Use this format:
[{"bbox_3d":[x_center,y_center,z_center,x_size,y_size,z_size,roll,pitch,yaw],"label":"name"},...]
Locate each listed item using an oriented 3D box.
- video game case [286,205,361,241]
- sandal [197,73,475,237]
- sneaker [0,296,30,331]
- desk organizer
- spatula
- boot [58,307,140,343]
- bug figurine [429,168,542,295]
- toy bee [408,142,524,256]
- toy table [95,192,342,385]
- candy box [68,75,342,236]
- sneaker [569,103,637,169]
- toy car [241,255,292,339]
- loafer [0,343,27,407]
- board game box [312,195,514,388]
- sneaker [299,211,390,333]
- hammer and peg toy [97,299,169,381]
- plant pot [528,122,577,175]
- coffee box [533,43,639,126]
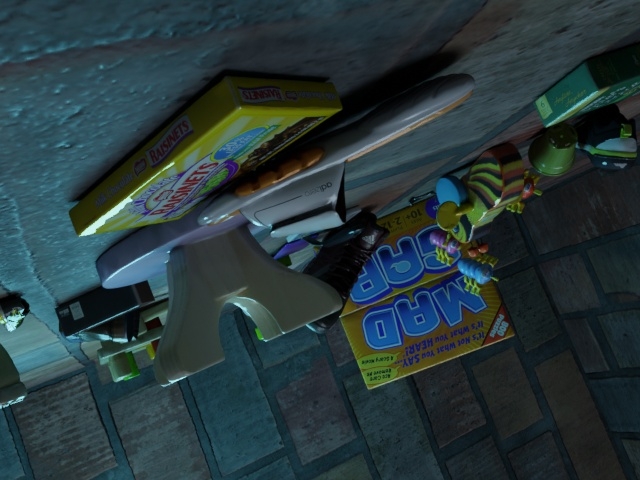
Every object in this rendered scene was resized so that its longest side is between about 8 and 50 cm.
[{"bbox_3d":[0.005,-0.029,1.094,0.121,0.011,0.087,-20,174,-21],"label":"video game case"},{"bbox_3d":[0.015,-0.051,0.517,0.265,0.076,0.102,-24,-165,17],"label":"sandal"},{"bbox_3d":[-0.361,0.087,0.728,0.035,0.031,0.083,-21,174,-17],"label":"sneaker"},{"bbox_3d":[-0.312,0.094,0.890,0.130,0.047,0.050,-23,176,13],"label":"desk organizer"},{"bbox_3d":[0.000,0.000,1.144,0.084,0.031,0.296,-19,-177,-30],"label":"spatula"},{"bbox_3d":[-0.367,0.134,1.040,0.106,0.082,0.219,2,174,-10],"label":"boot"},{"bbox_3d":[0.328,-0.036,1.270,0.072,0.279,0.216,28,176,-33],"label":"bug figurine"},{"bbox_3d":[0.298,-0.060,1.157,0.195,0.162,0.298,-23,174,-2],"label":"toy bee"},{"bbox_3d":[-0.116,0.053,0.701,0.274,0.161,0.252,-27,172,35],"label":"toy table"},{"bbox_3d":[-0.090,-0.057,0.450,0.205,0.027,0.105,-27,170,39],"label":"candy box"},{"bbox_3d":[0.501,-0.193,1.064,0.084,0.097,0.235,3,-159,4],"label":"sneaker"},{"bbox_3d":[-0.091,0.114,1.254,0.148,0.155,0.188,-21,179,-9],"label":"toy car"},{"bbox_3d":[-0.482,0.168,0.771,0.268,0.092,0.102,-7,178,20],"label":"loafer"},{"bbox_3d":[0.233,0.119,1.558,0.356,0.357,0.356,-23,174,8],"label":"board game box"},{"bbox_3d":[0.048,0.035,1.150,0.162,0.106,0.281,-42,-162,38],"label":"sneaker"},{"bbox_3d":[-0.354,0.208,1.346,0.265,0.128,0.361,-19,173,-24],"label":"hammer and peg toy"},{"bbox_3d":[0.413,-0.166,1.070,0.083,0.083,0.079,-22,162,2],"label":"plant pot"},{"bbox_3d":[0.367,-0.199,0.744,0.184,0.041,0.113,-20,174,-17],"label":"coffee box"}]
